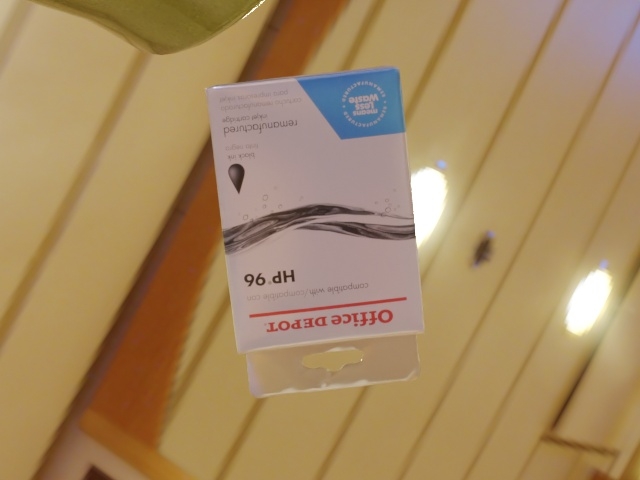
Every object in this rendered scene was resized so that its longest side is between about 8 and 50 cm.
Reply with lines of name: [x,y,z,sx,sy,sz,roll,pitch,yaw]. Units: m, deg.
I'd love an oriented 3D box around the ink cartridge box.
ink cartridge box: [0.000,0.000,0.365,0.028,0.048,0.083,-100,3,-82]

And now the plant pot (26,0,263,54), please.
plant pot: [-0.152,-0.272,0.667,0.353,0.366,0.366,32,-93,-31]
